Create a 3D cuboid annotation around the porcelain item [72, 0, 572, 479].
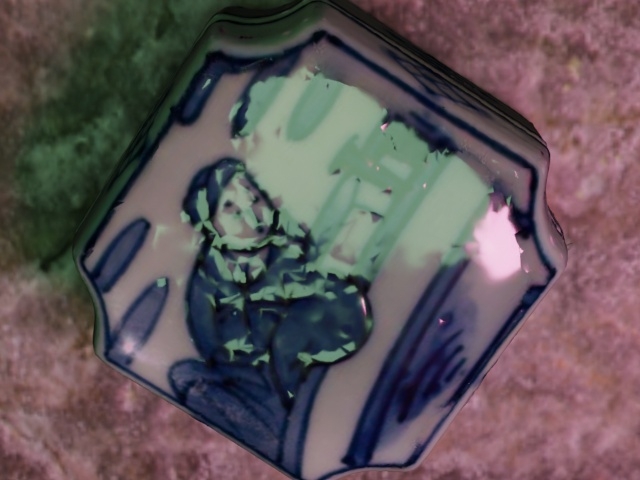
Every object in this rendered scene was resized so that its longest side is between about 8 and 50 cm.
[{"bbox_3d":[0.000,0.000,1.320,0.286,0.157,0.281,34,104,-7],"label":"porcelain item"}]
